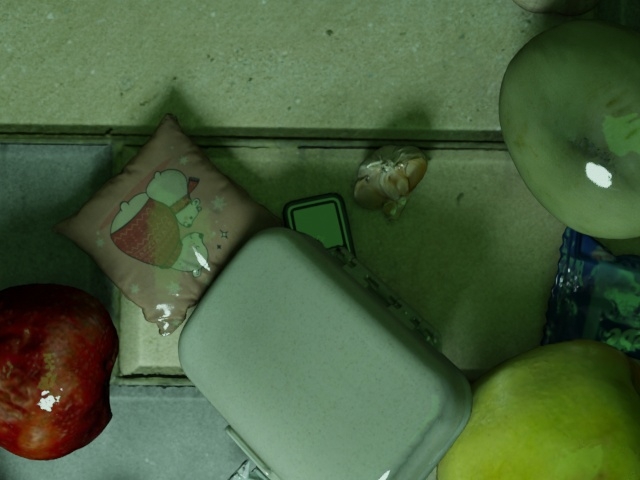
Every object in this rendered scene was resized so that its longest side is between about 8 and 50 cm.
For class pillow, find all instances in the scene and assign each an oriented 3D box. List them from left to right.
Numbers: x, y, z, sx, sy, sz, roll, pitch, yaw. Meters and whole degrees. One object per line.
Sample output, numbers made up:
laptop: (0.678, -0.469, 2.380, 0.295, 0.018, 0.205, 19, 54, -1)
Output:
pillow: (-0.207, -0.020, 1.527, 0.236, 0.084, 0.223, -43, 89, -5)

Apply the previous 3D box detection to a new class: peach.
peach: (0.302, 0.288, 1.436, 0.316, 0.281, 0.314, -23, 95, 7)

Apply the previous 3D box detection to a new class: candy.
candy: (0.476, 0.093, 1.546, 0.331, 0.077, 0.187, 8, 96, 0)

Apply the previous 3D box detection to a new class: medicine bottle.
medicine bottle: (-0.004, 0.168, 1.433, 0.375, 0.123, 0.282, 42, 102, 27)

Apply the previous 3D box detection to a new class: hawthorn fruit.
hawthorn fruit: (-0.391, 0.160, 1.471, 0.266, 0.210, 0.230, 11, 103, 14)

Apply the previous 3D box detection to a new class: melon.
melon: (0.370, -0.139, 1.457, 0.308, 0.272, 0.271, 31, 89, 21)

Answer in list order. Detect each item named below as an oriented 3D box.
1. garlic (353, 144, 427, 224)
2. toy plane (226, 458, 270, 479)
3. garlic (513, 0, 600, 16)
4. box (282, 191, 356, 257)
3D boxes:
garlic: (0.092, -0.089, 1.539, 0.113, 0.094, 0.074, -38, 50, 4)
toy plane: (-0.002, 0.392, 1.531, 0.273, 0.107, 0.182, 27, 124, 11)
garlic: (0.316, -0.415, 1.511, 0.228, 0.152, 0.227, 0, 86, -5)
box: (0.000, 0.000, 1.557, 0.091, 0.031, 0.126, -11, 91, -1)
